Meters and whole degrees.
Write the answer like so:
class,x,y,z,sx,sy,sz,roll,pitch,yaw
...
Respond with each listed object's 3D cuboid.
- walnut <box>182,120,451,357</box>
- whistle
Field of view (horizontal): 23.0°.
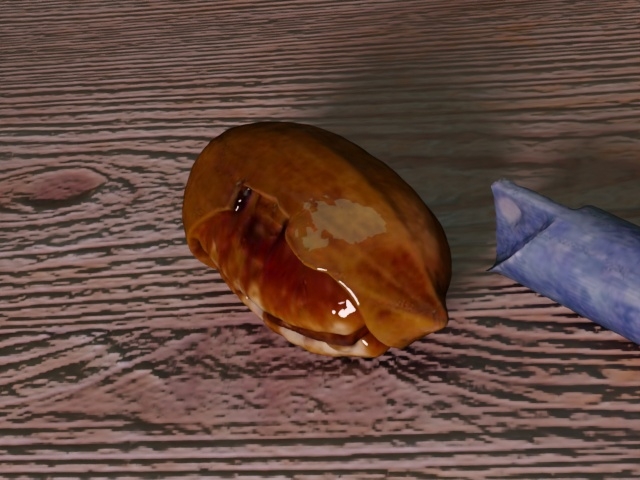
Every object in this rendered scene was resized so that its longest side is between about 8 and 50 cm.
class,x,y,z,sx,sy,sz,roll,pitch,yaw
walnut,0.000,0.000,0.897,0.116,0.116,0.207,-34,48,-27
whistle,0.203,0.040,0.809,0.062,0.062,0.304,-34,40,-26
